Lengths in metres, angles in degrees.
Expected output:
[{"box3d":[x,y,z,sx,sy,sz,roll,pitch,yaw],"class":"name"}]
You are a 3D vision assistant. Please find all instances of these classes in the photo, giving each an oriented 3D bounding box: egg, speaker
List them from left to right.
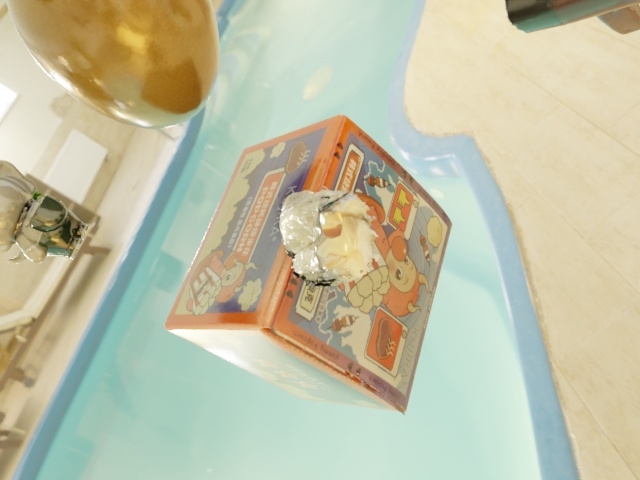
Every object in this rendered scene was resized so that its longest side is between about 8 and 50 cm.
[{"box3d":[-0.270,-0.298,0.803,0.250,0.322,0.250,-17,42,16],"class":"egg"},{"box3d":[0.453,-0.387,0.807,0.259,0.198,0.330,-30,19,-38],"class":"speaker"}]

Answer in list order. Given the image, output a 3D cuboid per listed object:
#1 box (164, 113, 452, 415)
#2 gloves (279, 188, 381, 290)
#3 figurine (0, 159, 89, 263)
[{"box3d":[0.003,0.050,0.928,0.257,0.319,0.348,-7,53,45],"class":"box"},{"box3d":[0.003,-0.002,0.655,0.153,0.070,0.114,0,103,56],"class":"gloves"},{"box3d":[-0.436,-0.031,0.830,0.126,0.193,0.147,-35,37,52],"class":"figurine"}]
